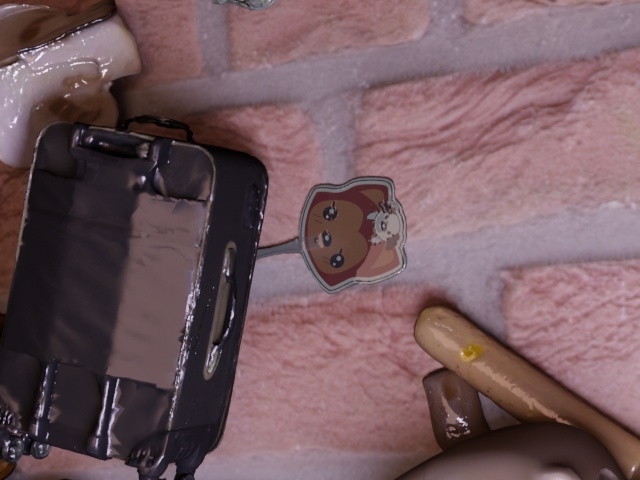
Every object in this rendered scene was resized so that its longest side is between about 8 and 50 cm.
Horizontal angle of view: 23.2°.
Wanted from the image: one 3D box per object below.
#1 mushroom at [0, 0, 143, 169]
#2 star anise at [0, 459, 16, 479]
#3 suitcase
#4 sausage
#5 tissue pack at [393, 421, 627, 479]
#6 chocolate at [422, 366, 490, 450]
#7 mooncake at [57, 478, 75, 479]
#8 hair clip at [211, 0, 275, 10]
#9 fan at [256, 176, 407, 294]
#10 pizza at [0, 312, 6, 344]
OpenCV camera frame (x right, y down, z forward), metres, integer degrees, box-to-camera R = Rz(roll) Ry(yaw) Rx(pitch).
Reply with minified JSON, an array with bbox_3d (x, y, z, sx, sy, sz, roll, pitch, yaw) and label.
[{"bbox_3d":[-0.347,-0.199,1.956,0.236,0.173,0.162,-25,38,-15],"label":"mushroom"},{"bbox_3d":[-0.443,0.331,2.000,0.168,0.057,0.167,-1,88,25],"label":"star anise"},{"bbox_3d":[-0.220,0.069,1.836,0.283,0.194,0.433,11,94,25],"label":"suitcase"},{"bbox_3d":[0.227,0.168,1.704,0.301,0.066,0.065,36,102,22],"label":"sausage"},{"bbox_3d":[0.230,0.378,1.571,0.277,0.267,0.387,-30,80,32],"label":"tissue pack"},{"bbox_3d":[0.150,0.190,1.757,0.065,0.031,0.100,-17,79,18],"label":"chocolate"},{"bbox_3d":[-0.349,0.409,1.852,0.275,0.275,0.135,-19,113,22],"label":"mooncake"},{"bbox_3d":[-0.187,-0.384,1.900,0.321,0.091,0.138,25,100,24],"label":"hair clip"},{"bbox_3d":[0.000,0.000,1.844,0.220,0.009,0.132,-13,80,22],"label":"fan"},{"bbox_3d":[-0.429,0.211,1.867,0.074,0.251,0.287,16,80,21],"label":"pizza"}]
